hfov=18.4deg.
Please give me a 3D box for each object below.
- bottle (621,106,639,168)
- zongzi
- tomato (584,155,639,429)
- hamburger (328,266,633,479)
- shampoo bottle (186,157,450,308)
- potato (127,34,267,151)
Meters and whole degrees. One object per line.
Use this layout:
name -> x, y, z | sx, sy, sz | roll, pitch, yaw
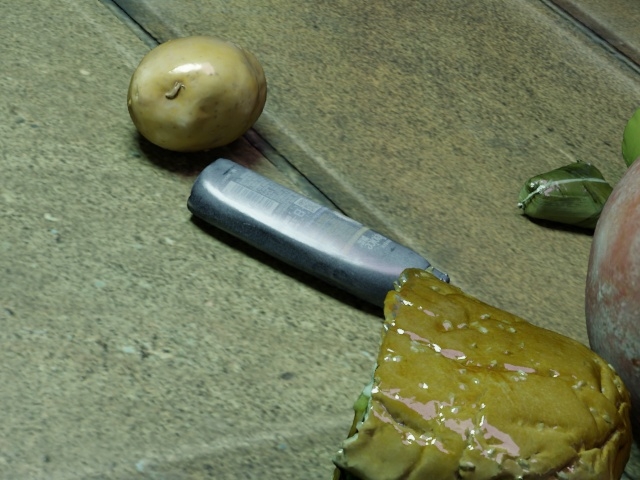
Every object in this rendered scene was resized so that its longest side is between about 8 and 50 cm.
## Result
bottle -> 0.392, -0.046, 1.994 | 0.112, 0.112, 0.260 | 10, 30, -19
zongzi -> 0.260, -0.025, 1.947 | 0.104, 0.052, 0.113 | -22, 62, -42
tomato -> 0.370, 0.043, 1.613 | 0.316, 0.317, 0.282 | 20, -5, -1
hamburger -> 0.125, 0.139, 1.471 | 0.211, 0.132, 0.309 | 20, 26, 5
shampoo bottle -> 0.000, 0.000, 1.720 | 0.233, 0.049, 0.087 | 26, 27, 11
potato -> -0.112, -0.137, 1.832 | 0.109, 0.118, 0.178 | 59, 17, -2
